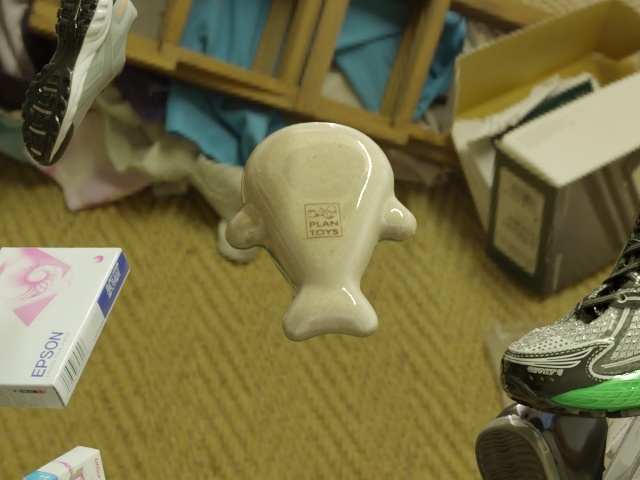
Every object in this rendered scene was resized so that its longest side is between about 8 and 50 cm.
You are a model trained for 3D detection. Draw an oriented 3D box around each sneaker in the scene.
[{"bbox_3d":[0.261,0.011,0.846,0.343,0.146,0.134,-33,17,-20],"label":"sneaker"},{"bbox_3d":[0.202,0.222,0.915,0.083,0.222,0.118,-3,17,40],"label":"sneaker"},{"bbox_3d":[-0.329,-0.227,1.593,0.100,0.108,0.271,23,91,40],"label":"sneaker"}]

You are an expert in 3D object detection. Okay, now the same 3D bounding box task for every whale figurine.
[{"bbox_3d":[0.000,0.000,1.303,0.216,0.141,0.272,-4,61,-5],"label":"whale figurine"}]

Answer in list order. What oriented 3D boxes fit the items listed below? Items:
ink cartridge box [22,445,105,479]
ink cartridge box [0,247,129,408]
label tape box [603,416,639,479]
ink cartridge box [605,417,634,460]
[{"bbox_3d":[-0.393,0.386,1.777,0.052,0.088,0.122,0,16,33],"label":"ink cartridge box"},{"bbox_3d":[-0.527,0.139,1.931,0.330,0.071,0.324,0,42,15],"label":"ink cartridge box"},{"bbox_3d":[0.375,0.298,1.142,0.106,0.333,0.240,27,92,-5],"label":"label tape box"},{"bbox_3d":[0.454,0.224,1.507,0.086,0.148,0.203,38,16,7],"label":"ink cartridge box"}]
